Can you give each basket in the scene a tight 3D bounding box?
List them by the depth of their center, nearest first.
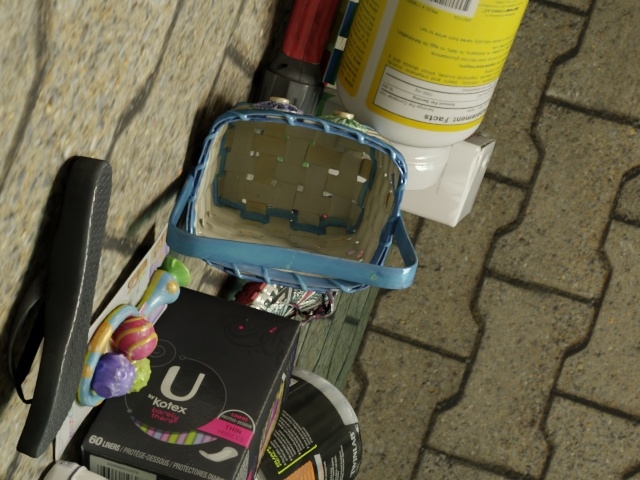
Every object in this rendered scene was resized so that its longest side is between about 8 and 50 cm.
[{"bbox_3d":[-0.033,-0.038,1.448,0.289,0.254,0.201,-94,-164,-61],"label":"basket"}]

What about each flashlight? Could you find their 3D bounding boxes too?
[{"bbox_3d":[-0.001,-0.284,1.588,0.103,0.103,0.304,0,112,-53],"label":"flashlight"}]

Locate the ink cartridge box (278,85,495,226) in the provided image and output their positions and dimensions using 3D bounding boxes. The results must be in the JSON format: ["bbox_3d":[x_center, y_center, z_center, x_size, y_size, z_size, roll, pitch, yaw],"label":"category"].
[{"bbox_3d":[0.085,-0.122,1.843,0.201,0.278,0.117,-31,138,-75],"label":"ink cartridge box"}]

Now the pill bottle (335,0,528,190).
[{"bbox_3d":[0.127,-0.233,1.583,0.188,0.188,0.334,-58,169,-55],"label":"pill bottle"}]

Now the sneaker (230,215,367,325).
[{"bbox_3d":[-0.039,0.078,1.829,0.299,0.112,0.121,-48,-171,-23],"label":"sneaker"}]

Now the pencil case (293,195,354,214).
[{"bbox_3d":[0.000,0.000,2.071,0.133,0.119,0.306,-43,177,13],"label":"pencil case"}]

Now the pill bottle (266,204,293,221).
[{"bbox_3d":[-0.074,-0.011,1.804,0.116,0.065,0.065,-53,160,-64],"label":"pill bottle"}]

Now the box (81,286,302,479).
[{"bbox_3d":[-0.141,0.200,1.484,0.270,0.165,0.143,-67,170,-49],"label":"box"}]

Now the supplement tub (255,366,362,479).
[{"bbox_3d":[-0.104,0.298,1.693,0.338,0.207,0.207,-23,132,-60],"label":"supplement tub"}]

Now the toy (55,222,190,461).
[{"bbox_3d":[-0.194,0.108,1.369,0.137,0.056,0.237,98,14,-46],"label":"toy"}]

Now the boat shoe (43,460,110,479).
[{"bbox_3d":[-0.270,0.353,1.308,0.096,0.088,0.267,87,24,-68],"label":"boat shoe"}]

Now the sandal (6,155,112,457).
[{"bbox_3d":[-0.225,0.054,1.131,0.097,0.054,0.254,83,17,-85],"label":"sandal"}]

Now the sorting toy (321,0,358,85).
[{"bbox_3d":[0.030,-0.263,1.776,0.274,0.046,0.132,-93,-158,-81],"label":"sorting toy"}]
